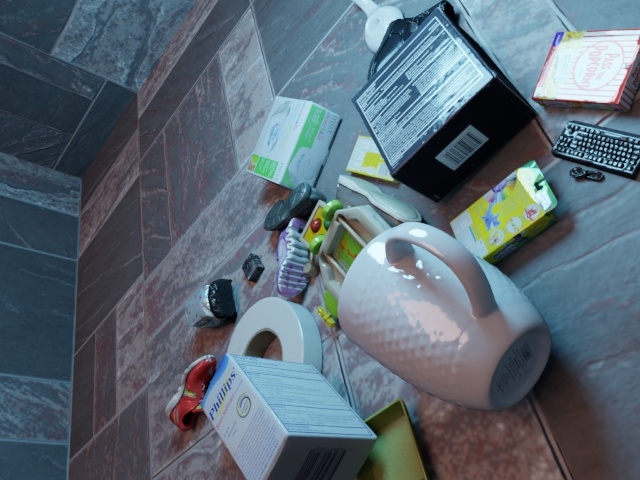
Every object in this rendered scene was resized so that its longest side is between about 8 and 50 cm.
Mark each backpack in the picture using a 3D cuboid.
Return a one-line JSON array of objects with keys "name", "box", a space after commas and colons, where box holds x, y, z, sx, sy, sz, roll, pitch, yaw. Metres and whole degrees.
[{"name": "backpack", "box": [-0.363, 0.218, 2.029, 0.182, 0.115, 0.151, -36, 51, 42]}]

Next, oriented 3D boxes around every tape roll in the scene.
[{"name": "tape roll", "box": [-0.143, 0.352, 1.720, 0.392, 0.072, 0.391, -26, 55, 45]}]

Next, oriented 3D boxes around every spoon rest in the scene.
[{"name": "spoon rest", "box": [0.155, -0.656, 1.800, 0.137, 0.084, 0.276, -48, 55, 30]}]

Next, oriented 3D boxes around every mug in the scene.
[{"name": "mug", "box": [0.224, 0.120, 1.115, 0.276, 0.374, 0.328, -38, 41, -19]}]

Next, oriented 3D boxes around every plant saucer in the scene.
[{"name": "plant saucer", "box": [0.149, 0.463, 1.315, 0.188, 0.045, 0.188, -43, 44, 32]}]

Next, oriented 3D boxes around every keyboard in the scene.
[{"name": "keyboard", "box": [0.512, -0.161, 1.147, 0.180, 0.023, 0.108, 35, 103, 54]}]

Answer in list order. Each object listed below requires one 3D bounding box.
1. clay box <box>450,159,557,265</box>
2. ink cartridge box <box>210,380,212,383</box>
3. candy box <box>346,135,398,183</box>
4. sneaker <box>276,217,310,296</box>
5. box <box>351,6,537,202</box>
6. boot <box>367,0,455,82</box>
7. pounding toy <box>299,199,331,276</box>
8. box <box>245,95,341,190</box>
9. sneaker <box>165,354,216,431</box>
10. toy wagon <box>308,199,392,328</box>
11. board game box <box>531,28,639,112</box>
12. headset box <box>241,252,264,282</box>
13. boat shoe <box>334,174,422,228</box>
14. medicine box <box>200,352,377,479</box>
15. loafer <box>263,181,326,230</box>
[{"name": "clay box", "box": [0.375, -0.046, 1.245, 0.222, 0.053, 0.127, -41, 46, 33]}, {"name": "ink cartridge box", "box": [-0.232, 0.412, 1.695, 0.181, 0.062, 0.104, -36, 49, 38]}, {"name": "candy box", "box": [0.151, -0.217, 1.633, 0.206, 0.027, 0.105, 23, 90, 54]}, {"name": "sneaker", "box": [-0.088, 0.056, 1.773, 0.105, 0.095, 0.236, -25, 50, 50]}, {"name": "box", "box": [0.265, -0.302, 1.385, 0.296, 0.183, 0.294, -43, 45, 25]}, {"name": "boot", "box": [0.235, -0.488, 1.588, 0.207, 0.094, 0.246, 4, 72, 57]}, {"name": "pounding toy", "box": [-0.007, 0.001, 1.682, 0.181, 0.094, 0.206, 42, 107, 52]}, {"name": "box", "box": [-0.084, -0.291, 1.890, 0.231, 0.127, 0.261, 28, 96, 55]}, {"name": "sneaker", "box": [-0.392, 0.493, 1.980, 0.118, 0.107, 0.279, 39, 110, 33]}, {"name": "toy wagon", "box": [0.076, 0.077, 1.495, 0.267, 0.068, 0.344, 49, 137, 29]}, {"name": "board game box", "box": [0.522, -0.329, 1.189, 0.193, 0.045, 0.146, 22, 93, 54]}, {"name": "headset box", "box": [-0.214, 0.089, 1.962, 0.062, 0.032, 0.083, -57, 37, 18]}, {"name": "boat shoe", "box": [0.132, -0.073, 1.525, 0.324, 0.117, 0.096, 39, 115, 53]}, {"name": "medicine box", "box": [-0.074, 0.396, 1.353, 0.289, 0.264, 0.149, 38, 105, 48]}, {"name": "loafer", "box": [-0.080, -0.082, 1.827, 0.267, 0.084, 0.096, -33, 41, 53]}]
